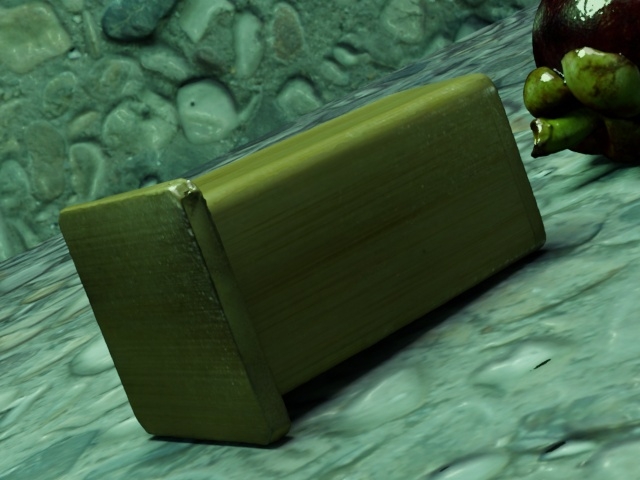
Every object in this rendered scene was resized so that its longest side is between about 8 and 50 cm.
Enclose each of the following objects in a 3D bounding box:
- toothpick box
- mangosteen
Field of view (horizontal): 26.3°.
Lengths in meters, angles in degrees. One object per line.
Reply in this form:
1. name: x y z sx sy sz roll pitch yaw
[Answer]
1. toothpick box: 0.000 0.000 1.030 0.308 0.187 0.190 -27 10 -32
2. mangosteen: 0.268 -0.155 1.214 0.230 0.194 0.194 -56 23 -20
